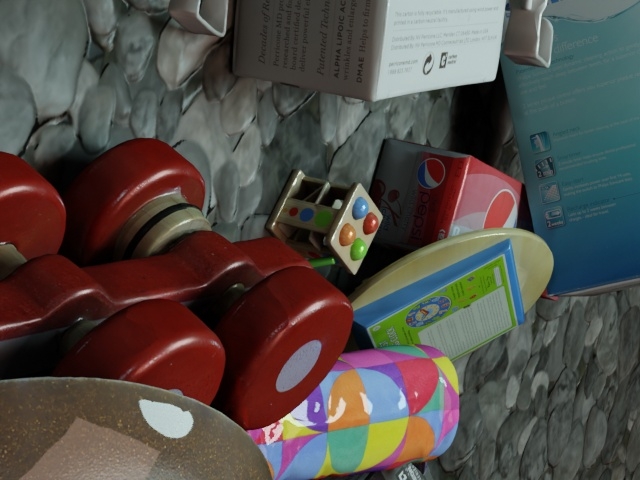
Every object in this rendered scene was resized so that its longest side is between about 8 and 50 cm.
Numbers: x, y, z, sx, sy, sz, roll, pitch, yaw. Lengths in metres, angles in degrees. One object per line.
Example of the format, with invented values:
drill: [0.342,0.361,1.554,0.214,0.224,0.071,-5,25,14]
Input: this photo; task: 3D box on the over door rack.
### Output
over door rack: [0.029,-0.264,0.819,0.108,0.239,0.324,-32,129,-67]

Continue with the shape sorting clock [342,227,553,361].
shape sorting clock: [0.093,0.054,1.156,0.206,0.040,0.206,-22,150,-14]

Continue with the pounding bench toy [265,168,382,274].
pounding bench toy: [0.000,0.000,1.059,0.083,0.065,0.052,-64,147,-18]

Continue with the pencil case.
pencil case: [-0.002,0.129,1.039,0.236,0.104,0.104,0,102,-44]

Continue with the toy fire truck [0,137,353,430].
toy fire truck: [-0.136,0.093,0.820,0.302,0.169,0.254,-11,135,-56]

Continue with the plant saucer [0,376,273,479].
plant saucer: [-0.164,0.182,0.699,0.310,0.050,0.310,-15,141,-13]

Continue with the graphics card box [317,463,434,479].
graphics card box: [-0.012,0.343,1.095,0.371,0.094,0.233,-43,115,-43]

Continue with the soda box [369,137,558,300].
soda box: [0.138,-0.013,1.259,0.263,0.083,0.092,17,87,-58]

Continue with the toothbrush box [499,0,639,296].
toothbrush box: [0.284,-0.115,1.227,0.126,0.216,0.295,1,75,-61]

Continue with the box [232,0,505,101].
box: [0.042,-0.199,0.994,0.181,0.119,0.182,-17,117,-55]
